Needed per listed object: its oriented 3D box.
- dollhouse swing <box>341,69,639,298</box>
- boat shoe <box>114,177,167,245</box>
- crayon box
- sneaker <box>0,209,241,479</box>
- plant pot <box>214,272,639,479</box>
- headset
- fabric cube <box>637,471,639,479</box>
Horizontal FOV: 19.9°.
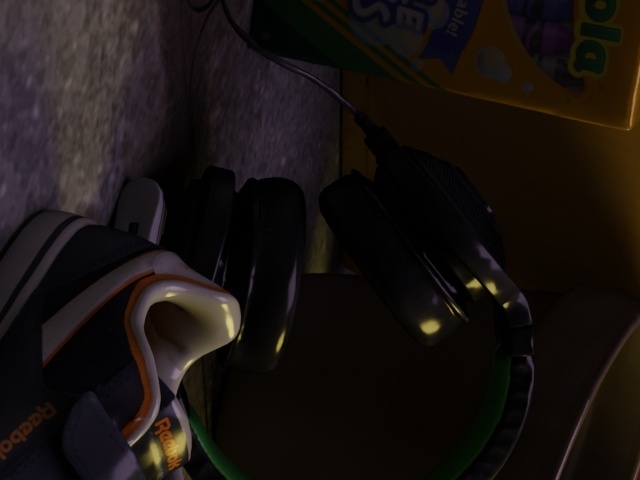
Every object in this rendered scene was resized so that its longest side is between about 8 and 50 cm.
[{"bbox_3d":[0.186,-0.124,1.545,0.315,0.305,0.347,-60,157,-46],"label":"dollhouse swing"},{"bbox_3d":[-0.114,0.013,1.100,0.035,0.035,0.100,61,38,-64],"label":"boat shoe"},{"bbox_3d":[0.127,-0.198,1.225,0.083,0.323,0.203,-36,137,-67],"label":"crayon box"},{"bbox_3d":[-0.144,0.120,0.911,0.126,0.127,0.321,86,25,-52],"label":"sneaker"},{"bbox_3d":[0.084,0.156,1.419,0.323,0.280,0.323,-50,151,-41],"label":"plant pot"},{"bbox_3d":[0.000,0.000,1.188,0.185,0.243,0.394,-116,-164,-75],"label":"headset"},{"bbox_3d":[0.224,0.189,1.670,0.254,0.258,0.259,-39,129,-73],"label":"fabric cube"}]
